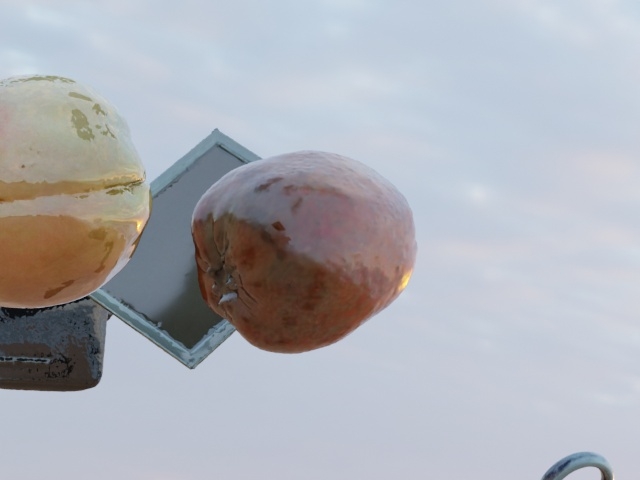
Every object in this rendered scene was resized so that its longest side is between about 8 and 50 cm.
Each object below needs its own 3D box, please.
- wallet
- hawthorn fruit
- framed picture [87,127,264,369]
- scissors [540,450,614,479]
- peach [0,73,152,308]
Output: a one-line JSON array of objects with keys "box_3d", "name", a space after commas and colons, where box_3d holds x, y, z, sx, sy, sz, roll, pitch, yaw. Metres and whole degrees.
[{"box_3d": [-0.358, 0.106, 2.322, 0.250, 0.149, 0.044, 8, -5, -36], "name": "wallet"}, {"box_3d": [0.000, 0.000, 2.023, 0.262, 0.210, 0.210, -21, 13, -36], "name": "hawthorn fruit"}, {"box_3d": [-0.135, 0.007, 2.281, 0.231, 0.293, 0.018, 34, -32, 25], "name": "framed picture"}, {"box_3d": [0.255, 0.395, 2.248, 0.256, 0.029, 0.383, -25, -47, 3], "name": "scissors"}, {"box_3d": [-0.223, -0.035, 1.472, 0.184, 0.184, 0.184, 12, -10, 2], "name": "peach"}]
